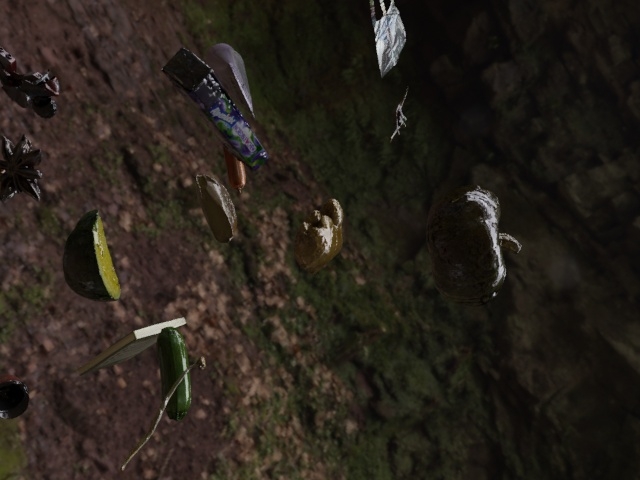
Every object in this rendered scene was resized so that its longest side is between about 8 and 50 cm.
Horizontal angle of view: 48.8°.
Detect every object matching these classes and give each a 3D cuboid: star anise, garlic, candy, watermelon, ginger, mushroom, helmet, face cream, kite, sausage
[{"bbox_3d":[-0.912,-0.216,2.108,0.231,0.209,0.089,35,7,18],"label":"star anise"},{"bbox_3d":[-0.281,-0.094,1.901,0.101,0.087,0.196,-104,176,-77],"label":"garlic"},{"bbox_3d":[-0.182,-0.227,1.279,0.088,0.061,0.312,42,-5,25],"label":"candy"},{"bbox_3d":[-0.414,0.047,1.253,0.092,0.075,0.181,-97,-179,-55],"label":"watermelon"},{"bbox_3d":[-0.002,-0.025,2.356,0.375,0.166,0.236,-82,168,-78],"label":"ginger"},{"bbox_3d":[-0.336,0.361,1.497,0.028,0.286,0.026,23,-31,28],"label":"mushroom"},{"bbox_3d":[-0.549,0.267,1.231,0.049,0.065,0.084,33,-44,41],"label":"helmet"},{"bbox_3d":[-0.234,-0.436,1.864,0.274,0.096,0.154,-122,-171,-53],"label":"face cream"},{"bbox_3d":[0.173,-0.595,1.856,0.015,0.169,0.310,15,-38,29],"label":"kite"},{"bbox_3d":[-0.268,-0.304,2.080,0.053,0.053,0.348,129,-50,-75],"label":"sausage"}]

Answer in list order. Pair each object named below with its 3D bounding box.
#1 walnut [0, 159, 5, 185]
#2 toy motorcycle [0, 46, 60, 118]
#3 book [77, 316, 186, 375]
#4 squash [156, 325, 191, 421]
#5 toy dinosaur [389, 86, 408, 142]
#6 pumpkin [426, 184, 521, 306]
[{"bbox_3d":[-1.003,-0.195,2.222,0.116,0.116,0.207,57,2,0],"label":"walnut"},{"bbox_3d":[-0.753,-0.409,1.794,0.213,0.122,0.082,40,27,-16],"label":"toy motorcycle"},{"bbox_3d":[-0.531,0.298,1.991,0.202,0.264,0.027,-10,71,-58],"label":"book"},{"bbox_3d":[-0.340,0.310,1.642,0.068,0.077,0.219,5,78,-61],"label":"squash"},{"bbox_3d":[0.225,-0.350,2.012,0.037,0.180,0.058,4,-22,16],"label":"toy dinosaur"},{"bbox_3d":[0.396,0.001,1.815,0.232,0.242,0.325,46,39,-76],"label":"pumpkin"}]
